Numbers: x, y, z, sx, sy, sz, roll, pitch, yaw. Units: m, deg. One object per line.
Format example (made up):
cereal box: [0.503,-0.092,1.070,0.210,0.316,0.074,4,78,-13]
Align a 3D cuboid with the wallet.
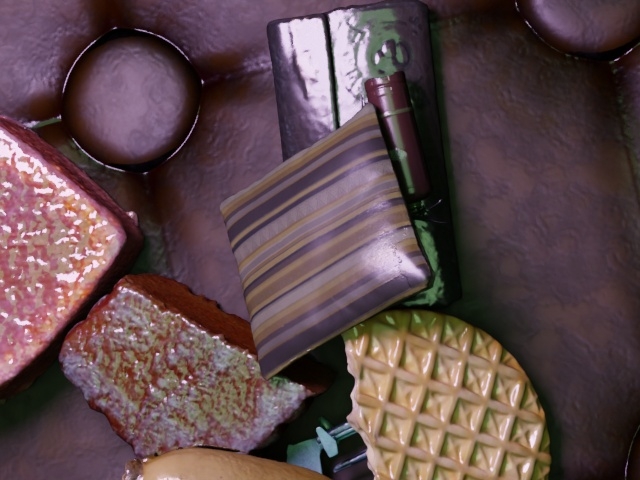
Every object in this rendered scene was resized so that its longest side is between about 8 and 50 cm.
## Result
wallet: [0.044,-0.082,1.415,0.171,0.044,0.321,-7,88,6]

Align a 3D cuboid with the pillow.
pillow: [0.000,0.000,1.343,0.208,0.052,0.212,-32,59,26]

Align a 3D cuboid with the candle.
candle: [-0.333,0.018,1.429,0.287,0.131,0.316,-2,89,6]

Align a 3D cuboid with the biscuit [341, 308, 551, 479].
biscuit: [0.134,0.210,1.352,0.205,0.040,0.308,-12,95,-19]

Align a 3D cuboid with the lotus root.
lotus root: [-0.059,0.281,1.317,0.303,0.130,0.146,23,126,-30]

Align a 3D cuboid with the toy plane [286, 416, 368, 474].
toy plane: [0.068,0.172,1.403,0.235,0.060,0.096,-27,98,3]

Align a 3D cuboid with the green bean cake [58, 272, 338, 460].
green bean cake: [-0.133,0.133,1.410,0.233,0.097,0.198,44,96,7]

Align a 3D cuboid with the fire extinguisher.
fire extinguisher: [0.075,-0.086,1.373,0.078,0.045,0.157,-15,89,31]
